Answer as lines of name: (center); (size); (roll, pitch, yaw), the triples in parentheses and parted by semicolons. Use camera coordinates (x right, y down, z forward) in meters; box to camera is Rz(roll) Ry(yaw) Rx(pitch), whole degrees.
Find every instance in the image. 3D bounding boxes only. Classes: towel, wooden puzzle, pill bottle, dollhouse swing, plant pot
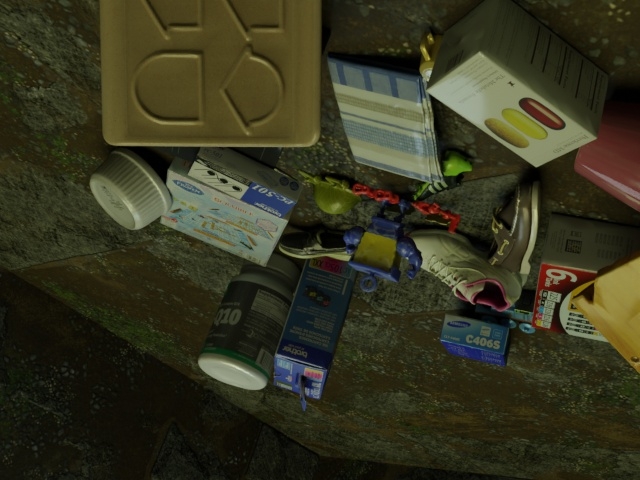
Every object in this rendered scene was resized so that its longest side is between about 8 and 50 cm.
towel: (0.129, -0.228, 1.461); (0.209, 0.034, 0.285); (18, 150, 28)
wooden puzzle: (-0.171, -0.310, 1.217); (0.348, 0.322, 0.080); (0, -174, 1)
pill bottle: (-0.192, 0.222, 2.189); (0.204, 0.361, 0.204); (16, 153, 8)
dollhouse swing: (0.701, 0.043, 1.373); (0.315, 0.305, 0.347); (44, 135, -9)
towel: (-0.099, -0.148, 1.829); (0.083, 0.009, 0.060); (32, 152, -23)
plant pot: (0.524, -0.139, 1.247); (0.180, 0.201, 0.201); (26, 157, 24)

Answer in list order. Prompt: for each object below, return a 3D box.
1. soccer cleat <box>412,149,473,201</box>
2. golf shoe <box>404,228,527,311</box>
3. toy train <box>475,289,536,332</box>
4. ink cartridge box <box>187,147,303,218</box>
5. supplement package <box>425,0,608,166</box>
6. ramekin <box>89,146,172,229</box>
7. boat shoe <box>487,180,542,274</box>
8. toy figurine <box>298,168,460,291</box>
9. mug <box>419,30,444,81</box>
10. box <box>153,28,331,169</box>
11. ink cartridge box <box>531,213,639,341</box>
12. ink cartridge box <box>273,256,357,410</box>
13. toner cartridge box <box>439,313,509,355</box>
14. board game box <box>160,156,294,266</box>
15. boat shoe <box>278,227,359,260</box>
soccer cleat: (0.249, -0.122, 1.588); (0.072, 0.060, 0.179); (24, 150, -10)
golf shoe: (0.322, 0.066, 1.778); (0.306, 0.140, 0.115); (18, 134, 10)
toy train: (0.483, 0.172, 1.959); (0.184, 0.080, 0.105); (10, 143, 26)
ink cartridge box: (-0.146, -0.118, 1.485); (0.207, 0.046, 0.097); (25, 154, -13)
supplement package: (0.315, -0.249, 1.221); (0.244, 0.133, 0.139); (30, 152, -18)
ramekin: (-0.489, -0.123, 1.958); (0.207, 0.109, 0.207); (34, 152, 21)
boat shoe: (0.403, -0.025, 1.606); (0.097, 0.116, 0.324); (9, 157, 14)
toy figurine: (0.099, -0.001, 1.678); (0.363, 0.217, 0.191); (16, 179, 23)
mug: (0.188, -0.302, 1.286); (0.078, 0.064, 0.062); (28, 153, -14)
box: (-0.189, -0.288, 1.442); (0.313, 0.179, 0.343); (23, 153, -6)
ink cartridge box: (0.612, 0.095, 1.666); (0.272, 0.130, 0.309); (10, 151, 17)
ink cartridge box: (-0.022, 0.255, 2.097); (0.151, 0.395, 0.270); (17, 153, 5)
toner cartridge box: (0.424, 0.273, 2.077); (0.165, 0.075, 0.348); (10, 169, 16)
board game box: (-0.251, -0.072, 2.009); (0.319, 0.066, 0.318); (23, 153, -5)
boat shoe: (0.000, 0.001, 1.970); (0.224, 0.080, 0.073); (6, 143, 12)
